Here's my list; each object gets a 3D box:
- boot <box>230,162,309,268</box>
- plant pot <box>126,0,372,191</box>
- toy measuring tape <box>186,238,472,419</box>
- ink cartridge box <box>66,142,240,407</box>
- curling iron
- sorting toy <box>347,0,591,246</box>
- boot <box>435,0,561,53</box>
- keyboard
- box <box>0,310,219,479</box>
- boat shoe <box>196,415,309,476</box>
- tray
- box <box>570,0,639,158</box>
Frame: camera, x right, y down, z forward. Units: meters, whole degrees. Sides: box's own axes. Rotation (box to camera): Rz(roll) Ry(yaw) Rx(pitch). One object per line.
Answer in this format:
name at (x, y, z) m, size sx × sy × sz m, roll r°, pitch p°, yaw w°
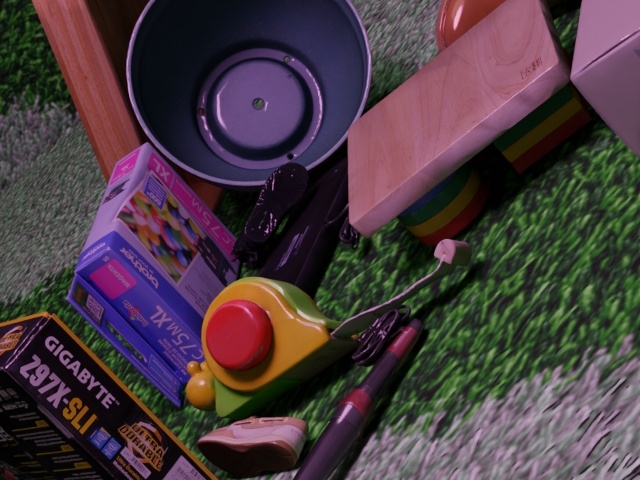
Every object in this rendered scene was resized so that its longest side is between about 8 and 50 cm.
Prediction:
boot at (-0.061, -0.028, 2.086) m, size 0.121 × 0.045 × 0.099 m, roll -59°, pitch 0°, yaw -19°
plant pot at (-0.081, -0.188, 2.215) m, size 0.293 × 0.293 × 0.196 m, roll -46°, pitch -10°, yaw -7°
toy measuring tape at (-0.010, 0.059, 1.711) m, size 0.330 × 0.121 × 0.121 m, roll -36°, pitch 20°, yaw 23°
ink cartridge box at (-0.180, 0.033, 2.018) m, size 0.065 × 0.186 × 0.311 m, roll -33°, pitch 21°, yaw 23°
curling iron at (0.022, 0.158, 1.567) m, size 0.068 × 0.035 × 0.274 m, roll -30°, pitch 22°, yaw 46°
sorting toy at (0.152, -0.114, 1.805) m, size 0.255 × 0.089 × 0.257 m, roll -38°, pitch 19°, yaw 17°
boot at (0.269, -0.291, 1.965) m, size 0.283 × 0.109 × 0.220 m, roll -39°, pitch 21°, yaw -10°
keyboard at (0.000, 0.000, 1.966) m, size 0.201 × 0.033 × 0.317 m, roll -38°, pitch 19°, yaw 39°
box at (-0.262, 0.196, 1.723) m, size 0.322 × 0.257 × 0.079 m, roll -15°, pitch 34°, yaw 56°
boat shoe at (-0.060, 0.188, 1.659) m, size 0.135 × 0.050 × 0.045 m, roll -5°, pitch 37°, yaw 47°
tray at (-0.233, -0.183, 2.265) m, size 0.076 × 0.410 × 0.203 m, roll -6°, pitch 34°, yaw 21°
box at (0.306, -0.201, 1.646) m, size 0.094 × 0.113 × 0.275 m, roll -33°, pitch 20°, yaw 30°
